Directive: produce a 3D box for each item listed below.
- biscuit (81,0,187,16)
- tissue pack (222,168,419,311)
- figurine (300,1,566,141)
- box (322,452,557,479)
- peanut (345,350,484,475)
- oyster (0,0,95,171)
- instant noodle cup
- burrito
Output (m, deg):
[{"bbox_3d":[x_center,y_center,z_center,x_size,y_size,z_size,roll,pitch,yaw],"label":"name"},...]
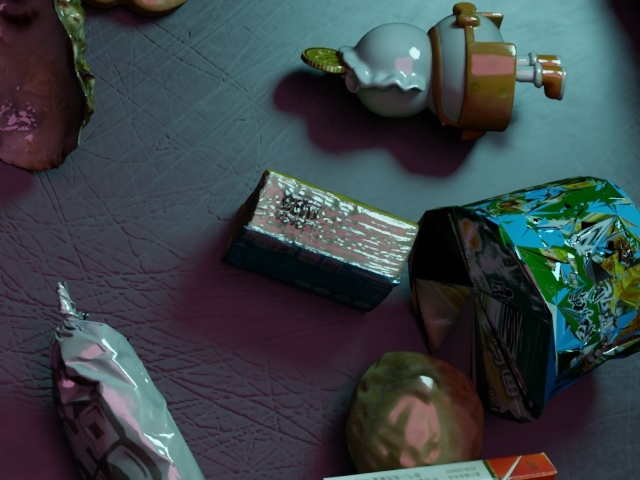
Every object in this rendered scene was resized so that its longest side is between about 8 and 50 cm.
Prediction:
[{"bbox_3d":[-0.249,-0.373,1.967,0.284,0.043,0.306,18,73,-10],"label":"biscuit"},{"bbox_3d":[0.000,0.000,1.900,0.169,0.120,0.082,20,70,-7],"label":"tissue pack"},{"bbox_3d":[0.120,-0.183,1.968,0.271,0.143,0.143,17,73,-11],"label":"figurine"},{"bbox_3d":[0.101,0.274,1.836,0.245,0.139,0.035,-1,38,-25],"label":"box"},{"bbox_3d":[0.093,0.192,1.885,0.140,0.109,0.159,16,86,1],"label":"peanut"},{"bbox_3d":[-0.277,-0.265,1.833,0.111,0.204,0.396,-15,97,-39],"label":"oyster"},{"bbox_3d":[0.225,0.045,1.900,0.178,0.240,0.240,-21,83,-28],"label":"instant noodle cup"},{"bbox_3d":[-0.160,0.245,1.790,0.101,0.139,0.445,-22,83,-34],"label":"burrito"}]
